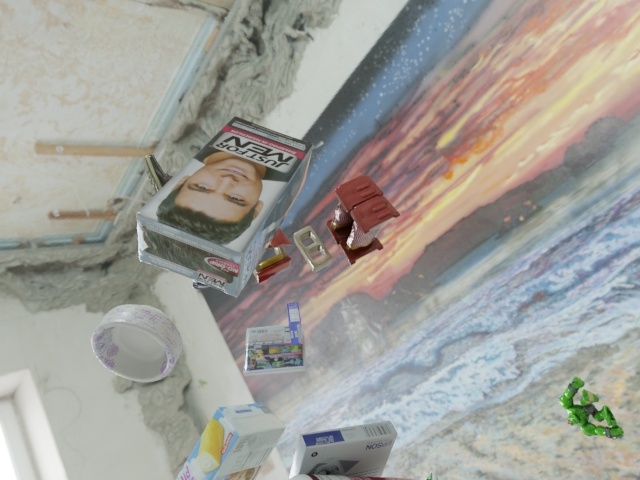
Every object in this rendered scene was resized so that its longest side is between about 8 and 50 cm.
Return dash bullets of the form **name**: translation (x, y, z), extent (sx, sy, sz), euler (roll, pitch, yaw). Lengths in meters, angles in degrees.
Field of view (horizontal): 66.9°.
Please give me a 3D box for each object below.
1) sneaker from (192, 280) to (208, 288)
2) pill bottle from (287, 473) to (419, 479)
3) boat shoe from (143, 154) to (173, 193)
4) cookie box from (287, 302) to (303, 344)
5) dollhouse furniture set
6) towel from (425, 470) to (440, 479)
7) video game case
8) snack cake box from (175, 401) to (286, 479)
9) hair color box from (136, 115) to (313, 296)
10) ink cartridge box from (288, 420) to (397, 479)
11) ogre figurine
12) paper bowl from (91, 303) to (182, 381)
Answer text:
- **sneaker**: translation (-0.475, 0.100, 1.801), extent (0.153, 0.099, 0.282), euler (-26, -38, 37)
- **pill bottle**: translation (0.034, 0.577, 0.938), extent (0.392, 0.224, 0.224), euler (13, -39, -22)
- **boat shoe**: translation (-0.432, -0.147, 1.385), extent (0.073, 0.224, 0.080), euler (-26, 1, -22)
- **cookie box**: translation (-0.083, 0.269, 1.570), extent (0.040, 0.107, 0.092), euler (-6, -61, -6)
- **dollhouse furniture set**: translation (0.000, 0.000, 1.287), extent (0.374, 0.152, 0.201), euler (-27, -21, -17)
- **towel**: translation (0.377, 0.782, 1.246), extent (0.038, 0.325, 0.248), euler (-34, 22, 20)
- **video game case**: translation (-0.151, 0.362, 1.617), extent (0.201, 0.183, 0.023), euler (-5, -49, 0)
- **snack cake box**: translation (-0.208, 0.492, 1.062), extent (0.152, 0.089, 0.264), euler (19, -76, -54)
- **hair color box**: translation (-0.161, -0.085, 0.920), extent (0.374, 0.185, 0.114), euler (-65, -7, -48)
- **ink cartridge box**: translation (0.041, 0.505, 1.070), extent (0.223, 0.045, 0.224), euler (1, -61, -23)
- **ogre figurine**: translation (0.833, 0.537, 1.516), extent (0.097, 0.197, 0.118), euler (-43, -11, -44)
- **paper bowl**: translation (-0.611, 0.335, 1.651), extent (0.284, 0.284, 0.148), euler (-42, 17, 29)
